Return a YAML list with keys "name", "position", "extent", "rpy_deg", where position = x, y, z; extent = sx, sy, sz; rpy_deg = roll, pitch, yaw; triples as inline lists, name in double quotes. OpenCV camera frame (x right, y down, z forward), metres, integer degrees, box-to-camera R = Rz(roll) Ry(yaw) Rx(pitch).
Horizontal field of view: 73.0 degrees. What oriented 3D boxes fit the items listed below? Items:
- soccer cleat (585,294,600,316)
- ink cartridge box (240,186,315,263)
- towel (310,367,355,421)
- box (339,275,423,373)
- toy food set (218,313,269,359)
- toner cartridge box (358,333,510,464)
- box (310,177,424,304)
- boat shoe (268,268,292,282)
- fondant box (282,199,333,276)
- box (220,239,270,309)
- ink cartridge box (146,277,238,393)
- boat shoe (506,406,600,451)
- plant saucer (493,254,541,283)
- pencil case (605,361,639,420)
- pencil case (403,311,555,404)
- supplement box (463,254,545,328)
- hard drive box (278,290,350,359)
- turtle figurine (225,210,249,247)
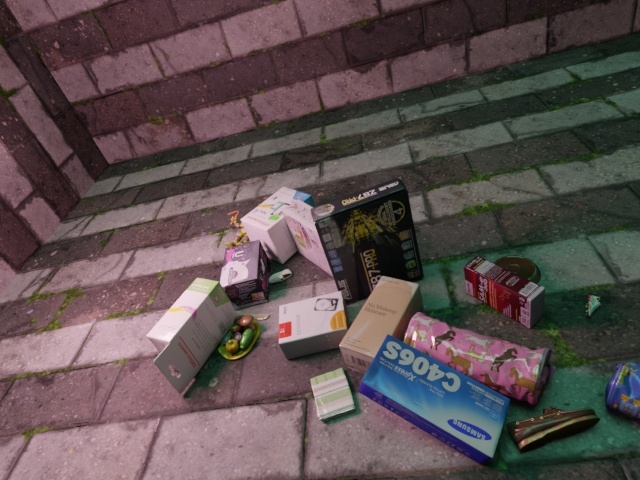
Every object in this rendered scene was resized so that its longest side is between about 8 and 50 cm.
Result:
- name: "soccer cleat"
  position: [0.814, 0.195, 1.290]
  extent: [0.036, 0.029, 0.083]
  rpy_deg: [5, 38, 35]
- name: "ink cartridge box"
  position: [-0.168, -0.071, 1.918]
  extent: [0.198, 0.197, 0.270]
  rpy_deg: [21, 52, 42]
- name: "towel"
  position: [0.036, 0.462, 1.301]
  extent: [0.113, 0.023, 0.152]
  rpy_deg: [-17, 34, -2]
- name: "box"
  position: [0.202, 0.271, 1.382]
  extent: [0.148, 0.121, 0.311]
  rpy_deg: [10, 46, 32]
- name: "toy food set"
  position: [-0.292, 0.325, 1.573]
  extent: [0.128, 0.071, 0.218]
  rpy_deg: [3, 41, 26]
- name: "toner cartridge box"
  position: [0.290, 0.401, 1.121]
  extent: [0.348, 0.075, 0.165]
  rpy_deg: [25, 53, 18]
- name: "box"
  position: [0.170, 0.014, 1.496]
  extent: [0.318, 0.395, 0.097]
  rpy_deg: [-18, 35, 1]
- name: "boat shoe"
  position: [-0.163, 0.152, 1.770]
  extent: [0.100, 0.035, 0.035]
  rpy_deg: [-23, 37, -20]
- name: "fondant box"
  position: [0.000, 0.000, 1.720]
  extent: [0.096, 0.238, 0.330]
  rpy_deg: [-36, 40, -20]
- name: "box"
  position: [-0.305, 0.135, 1.763]
  extent: [0.163, 0.142, 0.247]
  rpy_deg: [-14, 36, 6]
- name: "ink cartridge box"
  position: [-0.464, 0.329, 1.529]
  extent: [0.119, 0.207, 0.353]
  rpy_deg: [7, 43, 29]
- name: "boat shoe"
  position: [0.560, 0.441, 1.049]
  extent: [0.207, 0.073, 0.073]
  rpy_deg: [-18, 38, 1]
- name: "plant saucer"
  position: [0.658, 0.104, 1.475]
  extent: [0.168, 0.029, 0.168]
  rpy_deg: [-13, 38, 10]
- name: "pencil case"
  position: [0.826, 0.376, 0.973]
  extent: [0.306, 0.119, 0.133]
  rpy_deg: [14, 77, 36]
- name: "pencil case"
  position: [0.424, 0.318, 1.195]
  extent: [0.386, 0.160, 0.167]
  rpy_deg: [11, 43, 35]
- name: "supplement box"
  position: [0.572, 0.157, 1.360]
  extent: [0.073, 0.130, 0.239]
  rpy_deg: [-34, 38, -19]
- name: "hard drive box"
  position: [-0.020, 0.289, 1.486]
  extent: [0.232, 0.089, 0.181]
  rpy_deg: [-15, 36, 5]
- name: "turtle figurine"
  position: [-0.363, -0.045, 2.066]
  extent: [0.270, 0.087, 0.217]
  rpy_deg: [11, 53, 22]
